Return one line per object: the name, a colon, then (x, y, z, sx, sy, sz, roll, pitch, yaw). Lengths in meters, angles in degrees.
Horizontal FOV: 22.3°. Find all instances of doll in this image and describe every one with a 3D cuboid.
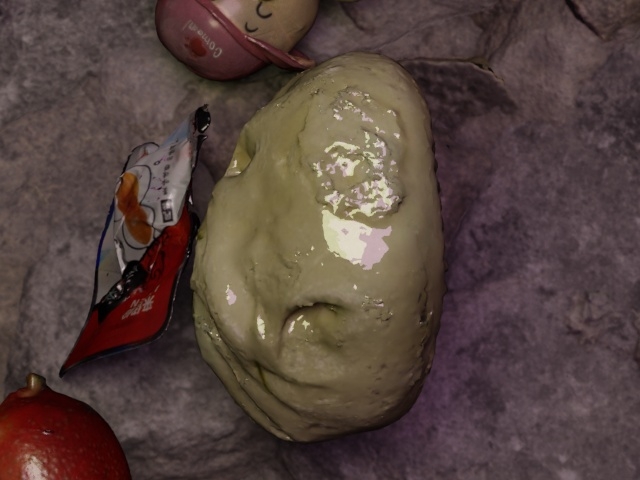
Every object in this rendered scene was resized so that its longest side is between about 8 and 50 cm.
doll: (-0.054, -0.274, 1.672, 0.196, 0.152, 0.256, 34, 77, 18)

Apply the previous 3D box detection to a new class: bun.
bun: (0.000, 0.000, 1.504, 0.234, 0.362, 0.326, 5, 29, 1)

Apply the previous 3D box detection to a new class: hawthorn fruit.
hawthorn fruit: (-0.256, 0.218, 1.501, 0.169, 0.169, 0.188, -6, 70, -8)

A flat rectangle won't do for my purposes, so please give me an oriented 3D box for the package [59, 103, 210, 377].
package: (-0.168, -0.002, 1.576, 0.071, 0.194, 0.269, 20, 60, -24)
